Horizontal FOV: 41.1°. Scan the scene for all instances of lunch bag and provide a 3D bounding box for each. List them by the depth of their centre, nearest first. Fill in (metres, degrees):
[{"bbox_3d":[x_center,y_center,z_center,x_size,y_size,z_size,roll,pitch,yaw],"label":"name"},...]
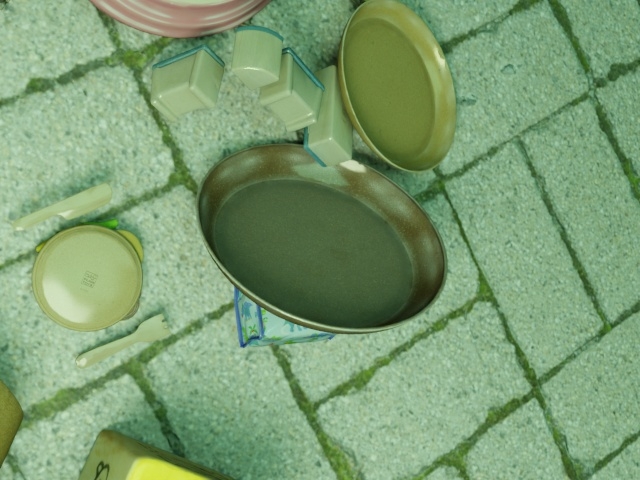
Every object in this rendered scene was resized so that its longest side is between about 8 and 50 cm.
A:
[{"bbox_3d":[-0.038,0.049,1.056,0.129,0.096,0.151,-1,73,-26],"label":"lunch bag"}]

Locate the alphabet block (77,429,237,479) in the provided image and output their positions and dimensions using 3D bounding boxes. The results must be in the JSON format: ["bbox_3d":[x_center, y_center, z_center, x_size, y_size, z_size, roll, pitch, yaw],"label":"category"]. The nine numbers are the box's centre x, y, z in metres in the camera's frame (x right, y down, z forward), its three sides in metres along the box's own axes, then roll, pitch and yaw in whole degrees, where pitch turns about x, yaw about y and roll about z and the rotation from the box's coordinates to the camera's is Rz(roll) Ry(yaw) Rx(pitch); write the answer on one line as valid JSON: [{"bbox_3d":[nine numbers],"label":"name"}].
[{"bbox_3d":[-0.168,0.331,0.910,0.193,0.197,0.192,26,75,-21],"label":"alphabet block"}]

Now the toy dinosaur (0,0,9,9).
[{"bbox_3d":[-0.393,-0.332,0.901,0.160,0.121,0.313,31,78,-34],"label":"toy dinosaur"}]

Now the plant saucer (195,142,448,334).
[{"bbox_3d":[0.000,0.000,1.018,0.311,0.050,0.310,12,41,-11],"label":"plant saucer"}]

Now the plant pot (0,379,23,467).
[{"bbox_3d":[-0.414,0.226,0.806,0.237,0.237,0.254,50,53,-14],"label":"plant pot"}]

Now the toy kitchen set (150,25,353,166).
[{"bbox_3d":[-0.080,-0.180,1.059,0.207,0.166,0.122,42,42,-46],"label":"toy kitchen set"}]

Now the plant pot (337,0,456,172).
[{"bbox_3d":[0.099,-0.203,1.134,0.236,0.032,0.236,13,71,-44],"label":"plant pot"}]

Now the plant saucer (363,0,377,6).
[{"bbox_3d":[0.052,-0.437,1.158,0.188,0.045,0.188,45,69,-16],"label":"plant saucer"}]

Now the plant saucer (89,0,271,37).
[{"bbox_3d":[-0.154,-0.400,0.981,0.332,0.084,0.332,-9,110,-25],"label":"plant saucer"}]

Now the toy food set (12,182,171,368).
[{"bbox_3d":[-0.263,0.041,0.982,0.132,0.038,0.192,-23,101,-18],"label":"toy food set"}]
